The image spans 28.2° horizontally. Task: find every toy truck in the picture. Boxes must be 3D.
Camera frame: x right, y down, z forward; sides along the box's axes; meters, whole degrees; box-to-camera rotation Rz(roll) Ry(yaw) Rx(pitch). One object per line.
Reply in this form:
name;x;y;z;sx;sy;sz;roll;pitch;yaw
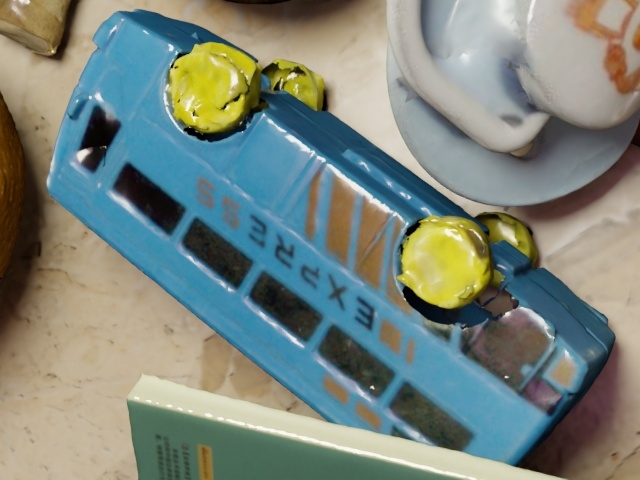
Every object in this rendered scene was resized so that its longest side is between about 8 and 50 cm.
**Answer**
toy truck;0.000;0.000;0.828;0.385;0.161;0.162;38;105;13

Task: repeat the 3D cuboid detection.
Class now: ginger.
ginger;-0.230;-0.227;0.948;0.095;0.069;0.190;-33;79;33

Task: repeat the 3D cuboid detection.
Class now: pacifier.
pacifier;0.125;-0.168;0.777;0.227;0.207;0.279;29;98;-29

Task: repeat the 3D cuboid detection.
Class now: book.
book;0.066;0.224;0.782;0.379;0.031;0.264;12;129;14

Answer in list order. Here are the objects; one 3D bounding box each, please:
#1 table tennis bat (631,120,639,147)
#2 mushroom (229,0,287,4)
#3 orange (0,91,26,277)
table tennis bat;0.248;-0.154;0.828;0.268;0.051;0.415;-10;82;16
mushroom;-0.048;-0.261;0.877;0.194;0.138;0.231;-19;70;27
orange;-0.329;-0.026;0.865;0.264;0.264;0.264;-1;86;15
